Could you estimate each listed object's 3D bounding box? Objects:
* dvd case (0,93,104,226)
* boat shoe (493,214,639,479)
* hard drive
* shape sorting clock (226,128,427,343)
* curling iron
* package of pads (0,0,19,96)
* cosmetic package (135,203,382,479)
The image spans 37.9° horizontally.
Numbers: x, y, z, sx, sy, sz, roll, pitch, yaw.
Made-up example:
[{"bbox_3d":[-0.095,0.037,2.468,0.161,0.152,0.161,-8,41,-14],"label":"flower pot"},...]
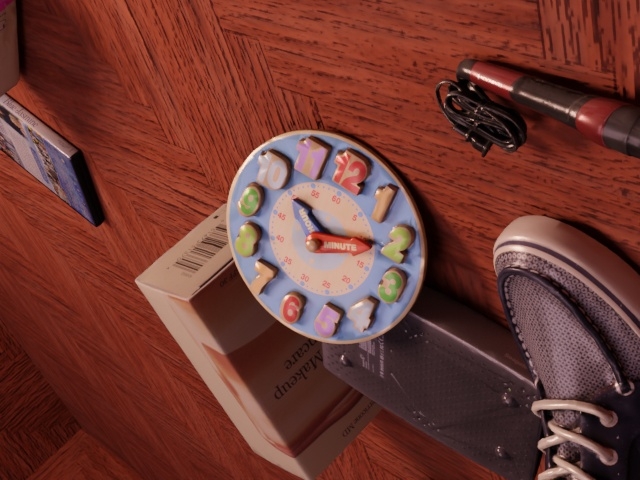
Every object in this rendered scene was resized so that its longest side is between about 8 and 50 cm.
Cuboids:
[{"bbox_3d":[-0.444,-0.142,1.458,0.253,0.022,0.180,36,154,22],"label":"dvd case"},{"bbox_3d":[0.210,0.154,0.703,0.340,0.158,0.127,52,155,-13],"label":"boat shoe"},{"bbox_3d":[0.110,0.121,0.910,0.255,0.054,0.172,27,142,29],"label":"hard drive"},{"bbox_3d":[0.000,0.000,0.852,0.206,0.040,0.206,8,109,26],"label":"shape sorting clock"},{"bbox_3d":[0.183,-0.062,0.569,0.274,0.035,0.068,23,151,42],"label":"curling iron"},{"bbox_3d":[-0.477,-0.229,1.130,0.101,0.229,0.296,43,154,2],"label":"package of pads"},{"bbox_3d":[-0.062,0.120,1.095,0.129,0.153,0.296,14,142,51],"label":"cosmetic package"}]
